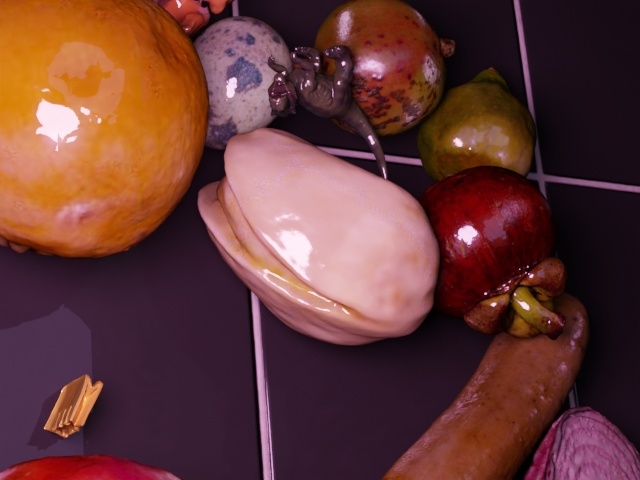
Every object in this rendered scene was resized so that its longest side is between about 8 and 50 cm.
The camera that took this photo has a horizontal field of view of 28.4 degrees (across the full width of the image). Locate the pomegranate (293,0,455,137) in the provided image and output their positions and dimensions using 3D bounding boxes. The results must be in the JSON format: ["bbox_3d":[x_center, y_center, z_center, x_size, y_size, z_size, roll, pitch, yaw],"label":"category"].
[{"bbox_3d":[0.051,-0.243,1.699,0.246,0.198,0.198,20,61,5],"label":"pomegranate"}]

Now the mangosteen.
[{"bbox_3d":[0.225,0.029,1.647,0.215,0.215,0.257,-27,72,-34],"label":"mangosteen"}]

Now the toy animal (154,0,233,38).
[{"bbox_3d":[-0.217,-0.399,1.611,0.281,0.195,0.169,48,17,-12],"label":"toy animal"}]

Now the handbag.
[{"bbox_3d":[-0.275,0.186,1.411,0.027,0.083,0.061,30,63,-17],"label":"handbag"}]

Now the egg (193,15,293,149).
[{"bbox_3d":[-0.109,-0.199,1.611,0.141,0.141,0.182,29,69,-19],"label":"egg"}]

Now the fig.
[{"bbox_3d":[0.222,-0.145,1.794,0.167,0.167,0.233,48,18,-8],"label":"fig"}]

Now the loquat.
[{"bbox_3d":[-0.281,-0.141,1.389,0.328,0.328,0.329,10,68,-27],"label":"loquat"}]

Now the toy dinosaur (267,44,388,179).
[{"bbox_3d":[-0.008,-0.151,1.574,0.187,0.087,0.179,-13,104,-40],"label":"toy dinosaur"}]

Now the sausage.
[{"bbox_3d":[0.217,0.245,1.655,0.136,0.123,0.501,47,57,-6],"label":"sausage"}]

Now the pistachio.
[{"bbox_3d":[0.000,0.000,1.555,0.321,0.229,0.238,38,27,4],"label":"pistachio"}]

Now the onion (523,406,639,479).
[{"bbox_3d":[0.339,0.354,1.693,0.250,0.111,0.247,30,52,-33],"label":"onion"}]

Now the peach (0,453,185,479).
[{"bbox_3d":[-0.247,0.423,1.206,0.353,0.339,0.417,4,69,5],"label":"peach"}]
